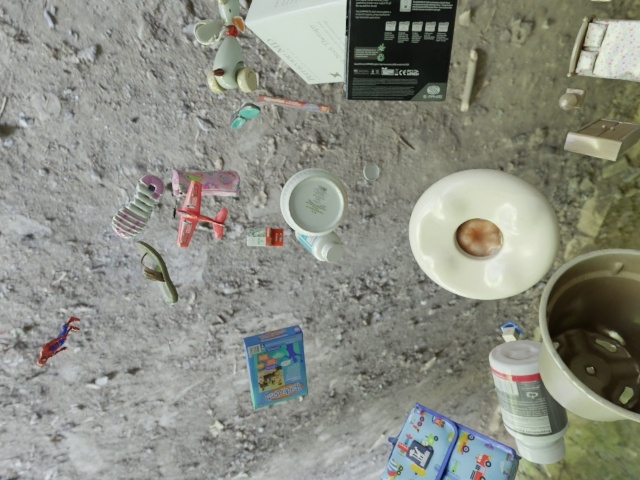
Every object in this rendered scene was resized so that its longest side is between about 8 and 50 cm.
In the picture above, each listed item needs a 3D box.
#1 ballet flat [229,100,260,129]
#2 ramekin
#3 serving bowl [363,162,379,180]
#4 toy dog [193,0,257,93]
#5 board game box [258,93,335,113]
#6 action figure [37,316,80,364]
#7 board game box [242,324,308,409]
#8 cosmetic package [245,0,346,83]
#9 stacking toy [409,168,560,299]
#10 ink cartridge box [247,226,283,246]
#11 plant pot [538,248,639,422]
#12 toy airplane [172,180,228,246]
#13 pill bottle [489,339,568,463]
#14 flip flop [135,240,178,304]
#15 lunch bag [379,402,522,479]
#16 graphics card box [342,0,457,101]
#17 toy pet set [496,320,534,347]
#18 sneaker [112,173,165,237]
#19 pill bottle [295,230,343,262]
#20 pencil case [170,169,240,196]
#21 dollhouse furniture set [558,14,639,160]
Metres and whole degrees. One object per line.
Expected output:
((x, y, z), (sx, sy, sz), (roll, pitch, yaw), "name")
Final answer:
((-0.305, -0.516, 1.666), (0.074, 0.074, 0.203), (6, 166, -38), "ballet flat")
((-0.016, -0.109, 1.221), (0.207, 0.109, 0.207), (-1, 99, -4), "ramekin")
((0.239, -0.327, 1.984), (0.083, 0.027, 0.084), (-2, 94, -23), "serving bowl")
((-0.327, -0.652, 1.388), (0.220, 0.334, 0.161), (-22, -179, 19), "toy dog")
((-0.090, -0.536, 1.638), (0.281, 0.145, 0.027), (12, 106, 7), "board game box")
((-0.478, 0.186, 0.758), (0.030, 0.115, 0.038), (21, 114, -6), "action figure")
((-0.122, 0.352, 1.154), (0.160, 0.047, 0.211), (-10, 111, -18), "board game box")
((0.065, -0.700, 1.218), (0.329, 0.393, 0.328), (25, 81, -50), "cosmetic package")
((0.476, -0.089, 1.182), (0.480, 0.350, 0.351), (-44, 155, -53), "stacking toy")
((-0.181, -0.012, 1.364), (0.115, 0.063, 0.029), (1, 175, 7), "ink cartridge box")
((0.609, 0.238, 0.869), (0.333, 0.334, 0.306), (-31, 145, -7), "plant pot")
((-0.262, -0.053, 0.908), (0.151, 0.151, 0.028), (-51, 164, 13), "toy airplane")
((0.619, 0.474, 1.223), (0.176, 0.176, 0.319), (-18, 98, -21), "pill bottle")
((-0.629, 0.129, 1.566), (0.080, 0.112, 0.277), (-31, 110, -37), "flip flop")
((0.300, 0.555, 1.017), (0.138, 0.293, 0.221), (48, 65, -46), "lunch bag")
((0.170, -0.493, 0.888), (0.232, 0.094, 0.371), (-1, 113, -3), "graphics card box")
((0.673, 0.342, 1.446), (0.114, 0.122, 0.065), (51, 50, -18), "toy pet set")
((-0.577, -0.112, 1.347), (0.095, 0.104, 0.236), (36, 97, -14), "sneaker")
((0.000, 0.000, 1.931), (0.146, 0.264, 0.146), (-16, 126, -24), "pill bottle")
((-0.493, -0.243, 1.789), (0.283, 0.124, 0.124), (-4, 128, -28), "pencil case")
((0.698, -0.374, 0.920), (0.173, 0.303, 0.356), (-27, 130, -32), "dollhouse furniture set")
